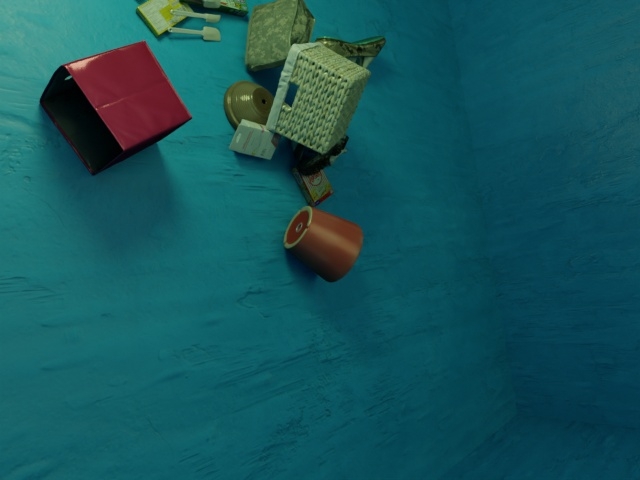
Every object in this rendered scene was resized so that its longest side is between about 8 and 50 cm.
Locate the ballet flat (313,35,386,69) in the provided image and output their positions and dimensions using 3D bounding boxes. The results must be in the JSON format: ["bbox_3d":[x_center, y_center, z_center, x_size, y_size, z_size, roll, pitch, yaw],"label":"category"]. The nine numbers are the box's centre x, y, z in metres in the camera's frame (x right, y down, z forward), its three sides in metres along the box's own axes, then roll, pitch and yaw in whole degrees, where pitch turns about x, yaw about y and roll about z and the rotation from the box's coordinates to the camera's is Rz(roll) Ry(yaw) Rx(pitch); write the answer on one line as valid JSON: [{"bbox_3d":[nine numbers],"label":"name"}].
[{"bbox_3d":[0.152,-0.938,2.244,0.482,0.164,0.182,-23,119,-39],"label":"ballet flat"}]

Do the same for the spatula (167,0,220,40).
[{"bbox_3d":[-0.462,-0.836,1.632,0.242,0.019,0.168,-23,130,-49],"label":"spatula"}]

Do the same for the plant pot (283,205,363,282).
[{"bbox_3d":[0.000,0.000,1.810,0.243,0.274,0.275,30,61,-26],"label":"plant pot"}]

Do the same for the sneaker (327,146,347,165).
[{"bbox_3d":[0.052,-0.394,2.074,0.190,0.071,0.083,-18,100,-37],"label":"sneaker"}]

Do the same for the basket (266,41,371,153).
[{"bbox_3d":[-0.004,-0.561,1.735,0.266,0.329,0.331,28,31,6],"label":"basket"}]

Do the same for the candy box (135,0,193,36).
[{"bbox_3d":[-0.555,-0.823,1.587,0.105,0.027,0.206,51,50,-23],"label":"candy box"}]

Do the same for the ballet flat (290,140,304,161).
[{"bbox_3d":[-0.091,-0.438,1.941,0.074,0.074,0.203,35,65,-34],"label":"ballet flat"}]

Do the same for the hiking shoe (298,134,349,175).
[{"bbox_3d":[-0.011,-0.393,1.936,0.132,0.113,0.304,40,56,10],"label":"hiking shoe"}]

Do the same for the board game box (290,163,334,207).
[{"bbox_3d":[-0.034,-0.263,1.967,0.146,0.045,0.194,-42,110,-41],"label":"board game box"}]

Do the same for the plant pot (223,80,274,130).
[{"bbox_3d":[-0.257,-0.535,1.762,0.237,0.109,0.238,13,71,-42],"label":"plant pot"}]

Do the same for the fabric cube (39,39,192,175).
[{"bbox_3d":[-0.595,-0.385,1.294,0.258,0.254,0.259,-45,112,-40],"label":"fabric cube"}]

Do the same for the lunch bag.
[{"bbox_3d":[-0.171,-0.818,1.804,0.169,0.235,0.287,38,59,-56],"label":"lunch bag"}]

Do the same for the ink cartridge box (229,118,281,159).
[{"bbox_3d":[-0.264,-0.394,1.714,0.198,0.115,0.067,5,33,-45],"label":"ink cartridge box"}]

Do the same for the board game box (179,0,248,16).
[{"bbox_3d":[-0.434,-1.010,1.716,0.317,0.046,0.214,-19,96,-50],"label":"board game box"}]
